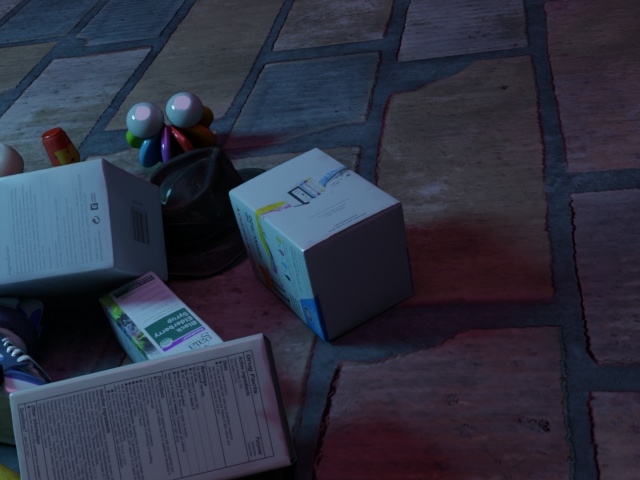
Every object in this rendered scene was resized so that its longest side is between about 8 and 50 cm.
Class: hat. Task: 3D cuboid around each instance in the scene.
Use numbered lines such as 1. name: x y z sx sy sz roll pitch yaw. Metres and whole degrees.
1. hat: -0.220 -0.080 1.520 0.331 0.134 0.331 -10 34 7

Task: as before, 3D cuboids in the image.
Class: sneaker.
1. sneaker: -0.450 0.162 1.253 0.322 0.130 0.236 -1 40 26

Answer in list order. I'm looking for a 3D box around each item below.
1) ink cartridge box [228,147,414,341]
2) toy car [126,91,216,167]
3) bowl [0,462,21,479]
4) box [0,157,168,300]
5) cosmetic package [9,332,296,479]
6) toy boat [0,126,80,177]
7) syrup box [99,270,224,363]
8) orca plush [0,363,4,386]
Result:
1. ink cartridge box: 0.000 0.000 1.299 0.168 0.171 0.232 -27 36 -20
2. toy car: -0.298 -0.203 1.735 0.181 0.159 0.136 -14 71 -2
3. bowl: -0.473 0.341 0.988 0.289 0.156 0.289 -9 35 7
4. box: -0.446 0.000 1.356 0.345 0.168 0.215 -9 -9 10
5. cosmetic package: -0.197 0.226 1.036 0.309 0.113 0.160 -12 78 -1
6. toy boat: -0.615 -0.108 1.704 0.318 0.148 0.267 -18 29 6
7. syrup box: -0.219 0.146 1.231 0.093 0.096 0.237 -29 37 -22
8. orca plush: -0.543 0.166 1.041 0.287 0.102 0.151 3 41 -2
